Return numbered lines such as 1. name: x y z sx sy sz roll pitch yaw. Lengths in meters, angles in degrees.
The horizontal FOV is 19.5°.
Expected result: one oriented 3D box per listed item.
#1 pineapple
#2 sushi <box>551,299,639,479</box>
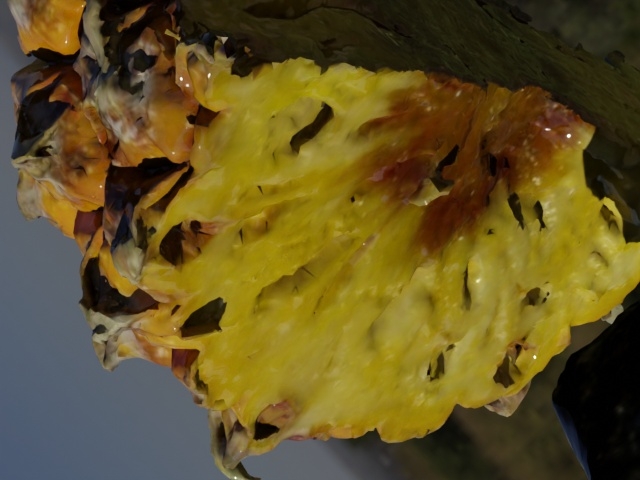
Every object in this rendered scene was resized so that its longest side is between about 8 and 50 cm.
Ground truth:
1. pineapple: 0.000 -0.001 0.472 0.233 0.135 0.079 15 -145 -46
2. sushi: 0.154 0.085 0.430 0.147 0.115 0.212 19 -142 -48
